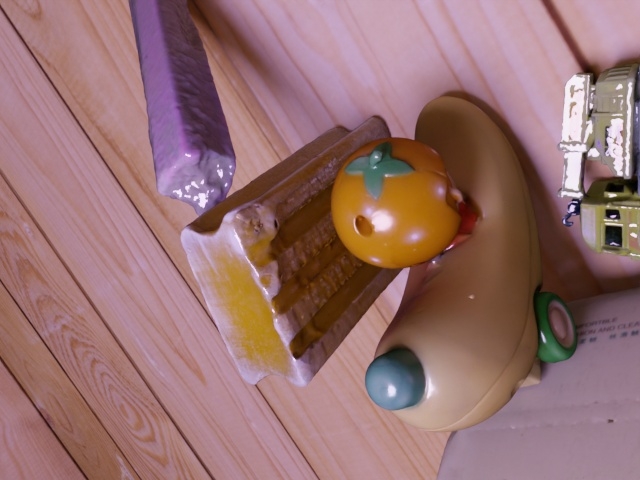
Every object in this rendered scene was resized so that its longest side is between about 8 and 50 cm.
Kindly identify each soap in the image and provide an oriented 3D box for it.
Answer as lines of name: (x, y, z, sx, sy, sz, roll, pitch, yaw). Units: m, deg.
soap: (0.000, 0.000, 0.627, 0.089, 0.274, 0.173, -6, 113, 35)

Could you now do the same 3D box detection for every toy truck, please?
toy truck: (0.254, -0.068, 0.520, 0.100, 0.077, 0.168, 6, 121, 34)

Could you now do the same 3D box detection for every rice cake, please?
rice cake: (-0.160, -0.196, 0.654, 0.070, 0.064, 0.399, -46, 49, 35)

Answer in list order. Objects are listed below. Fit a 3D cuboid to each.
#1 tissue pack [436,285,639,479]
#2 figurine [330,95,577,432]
tissue pack: (0.292, 0.184, 0.478, 0.380, 0.297, 0.207, -22, 120, 43)
figurine: (0.099, 0.000, 0.533, 0.222, 0.324, 0.124, 26, 145, -32)
